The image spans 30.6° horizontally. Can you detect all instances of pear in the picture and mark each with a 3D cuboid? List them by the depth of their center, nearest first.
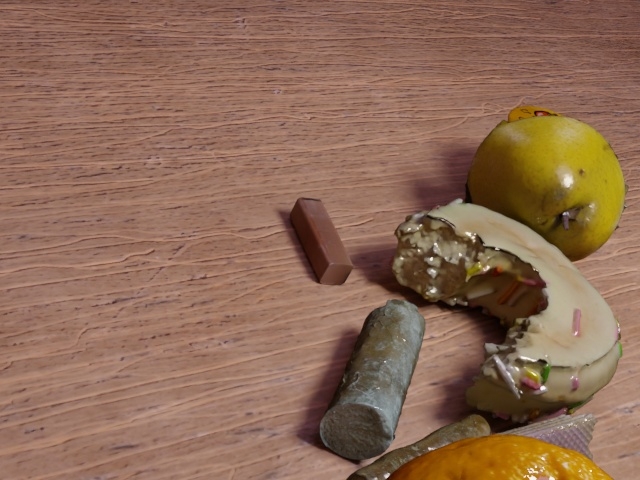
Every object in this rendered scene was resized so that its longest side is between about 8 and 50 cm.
[{"bbox_3d":[0.364,-0.077,1.822,0.267,0.267,0.178,28,6,0],"label":"pear"}]

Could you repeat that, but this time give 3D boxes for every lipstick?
[{"bbox_3d":[0.000,0.000,1.743,0.045,0.045,0.145,6,41,-31],"label":"lipstick"}]

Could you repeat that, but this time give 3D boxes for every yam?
[{"bbox_3d":[0.130,0.275,1.461,0.253,0.061,0.061,-15,53,-46],"label":"yam"},{"bbox_3d":[0.075,0.174,1.529,0.093,0.093,0.259,28,33,-1],"label":"yam"}]

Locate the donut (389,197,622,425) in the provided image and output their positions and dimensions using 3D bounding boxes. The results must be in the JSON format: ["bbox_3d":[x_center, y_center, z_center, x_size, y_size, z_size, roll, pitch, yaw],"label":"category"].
[{"bbox_3d":[0.275,0.106,1.706,0.307,0.150,0.371,2,42,-34],"label":"donut"}]

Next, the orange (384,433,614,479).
[{"bbox_3d":[0.190,0.356,1.189,0.340,0.293,0.340,17,36,-13],"label":"orange"}]

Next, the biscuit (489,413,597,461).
[{"bbox_3d":[0.269,0.294,1.500,0.239,0.062,0.108,-6,92,-39],"label":"biscuit"}]

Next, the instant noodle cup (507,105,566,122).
[{"bbox_3d":[0.383,-0.105,2.036,0.215,0.172,0.216,19,35,-14],"label":"instant noodle cup"}]
